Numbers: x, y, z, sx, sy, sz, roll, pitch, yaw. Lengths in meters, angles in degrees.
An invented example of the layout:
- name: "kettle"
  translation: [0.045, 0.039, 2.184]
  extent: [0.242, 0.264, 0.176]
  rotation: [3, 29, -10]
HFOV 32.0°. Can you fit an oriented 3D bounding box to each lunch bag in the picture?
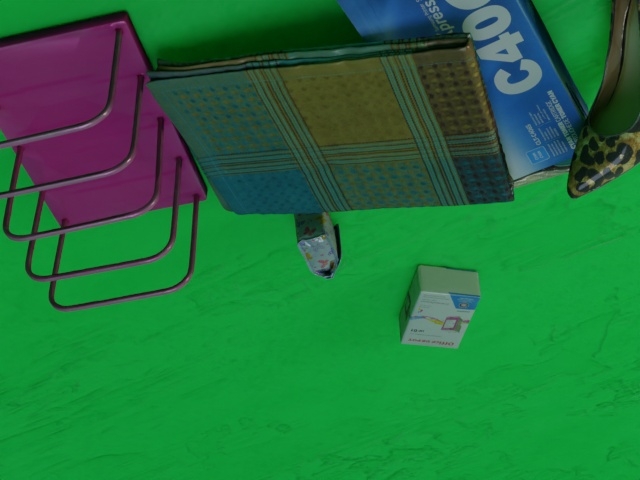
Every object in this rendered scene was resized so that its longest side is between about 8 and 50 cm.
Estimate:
- name: "lunch bag"
  translation: [0.000, 0.000, 1.462]
  extent: [0.053, 0.071, 0.083]
  rotation: [-15, 134, 8]

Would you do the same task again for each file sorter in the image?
- name: "file sorter"
  translation: [-0.274, -0.076, 1.289]
  extent: [0.202, 0.182, 0.290]
  rotation: [-11, 137, 9]

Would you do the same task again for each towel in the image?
- name: "towel"
  translation: [0.018, -0.123, 1.283]
  extent: [0.370, 0.040, 0.271]
  rotation: [-3, 144, 20]

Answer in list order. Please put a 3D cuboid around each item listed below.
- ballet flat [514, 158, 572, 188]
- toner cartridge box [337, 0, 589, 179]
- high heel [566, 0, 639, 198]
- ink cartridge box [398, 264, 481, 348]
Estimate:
- name: "ballet flat"
  translation: [0.281, -0.102, 1.384]
  extent: [0.168, 0.057, 0.052]
  rotation: [-15, 164, 19]
- name: "toner cartridge box"
  translation: [0.166, -0.206, 1.239]
  extent: [0.165, 0.075, 0.348]
  rotation: [-21, 134, 23]
- name: "high heel"
  translation: [0.310, -0.185, 1.198]
  extent: [0.186, 0.093, 0.261]
  rotation: [36, 90, -39]
- name: "ink cartridge box"
  translation: [0.168, 0.096, 1.585]
  extent: [0.088, 0.052, 0.122]
  rotation: [6, 138, -8]
